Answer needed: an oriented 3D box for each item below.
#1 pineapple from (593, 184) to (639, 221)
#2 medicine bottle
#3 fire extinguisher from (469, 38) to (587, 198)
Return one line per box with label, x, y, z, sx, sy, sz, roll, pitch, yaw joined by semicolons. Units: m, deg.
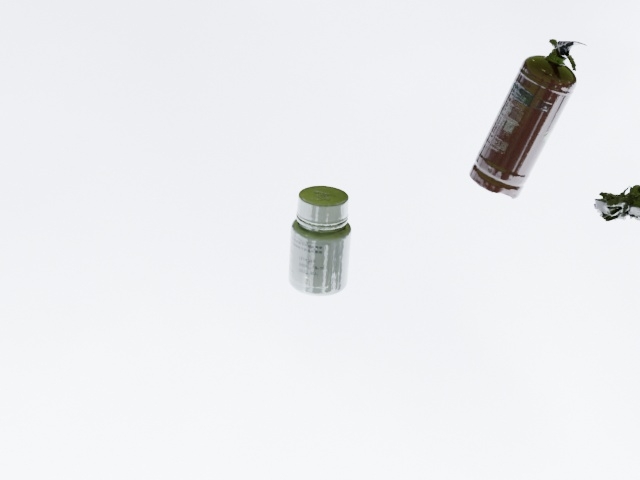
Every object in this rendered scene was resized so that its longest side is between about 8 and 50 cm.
pineapple;0.479;-0.057;1.541;0.160;0.074;0.074;-8;-132;-21
medicine bottle;0.000;0.000;1.350;0.080;0.130;0.080;3;-155;-1
fire extinguisher;0.410;-0.245;2.007;0.114;0.337;0.135;12;-153;-22
